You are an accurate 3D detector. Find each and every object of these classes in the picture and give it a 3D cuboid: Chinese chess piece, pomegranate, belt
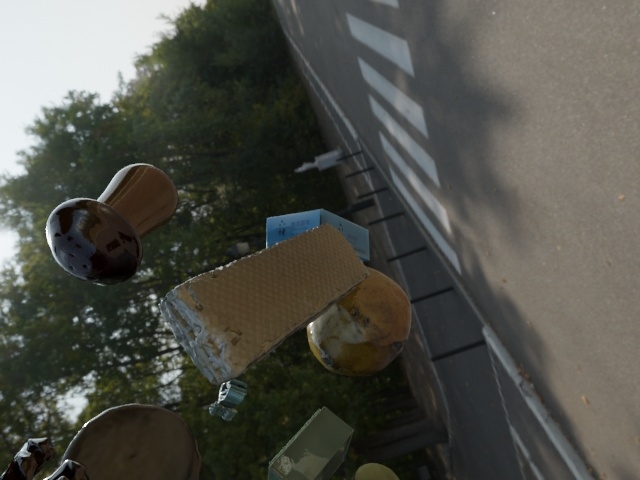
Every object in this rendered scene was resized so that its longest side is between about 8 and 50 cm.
[{"bbox_3d":[0.146,0.663,1.354,0.144,0.143,0.059,-104,24,-59],"label":"Chinese chess piece"},{"bbox_3d":[0.091,0.199,1.291,0.281,0.281,0.282,-19,-90,-87],"label":"pomegranate"},{"bbox_3d":[-0.217,0.377,1.221,0.100,0.065,0.179,-67,6,-21],"label":"belt"}]

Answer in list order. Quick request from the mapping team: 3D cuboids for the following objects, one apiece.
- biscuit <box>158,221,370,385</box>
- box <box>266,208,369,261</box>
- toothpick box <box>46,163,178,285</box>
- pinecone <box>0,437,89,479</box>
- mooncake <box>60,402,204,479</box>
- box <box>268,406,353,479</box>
[{"bbox_3d":[-0.056,0.077,0.800,0.144,0.078,0.426,52,-149,9],"label":"biscuit"},{"bbox_3d":[0.000,0.000,1.157,0.232,0.142,0.083,21,-114,-57],"label":"box"},{"bbox_3d":[-0.421,-0.038,1.067,0.294,0.191,0.192,-68,-37,-56],"label":"toothpick box"},{"bbox_3d":[-0.496,0.475,0.745,0.398,0.397,0.398,-19,-90,-87],"label":"pinecone"},{"bbox_3d":[-0.391,0.507,1.084,0.161,0.290,0.291,104,157,-46],"label":"mooncake"},{"bbox_3d":[-0.033,0.613,1.417,0.117,0.225,0.225,34,142,23],"label":"box"}]
